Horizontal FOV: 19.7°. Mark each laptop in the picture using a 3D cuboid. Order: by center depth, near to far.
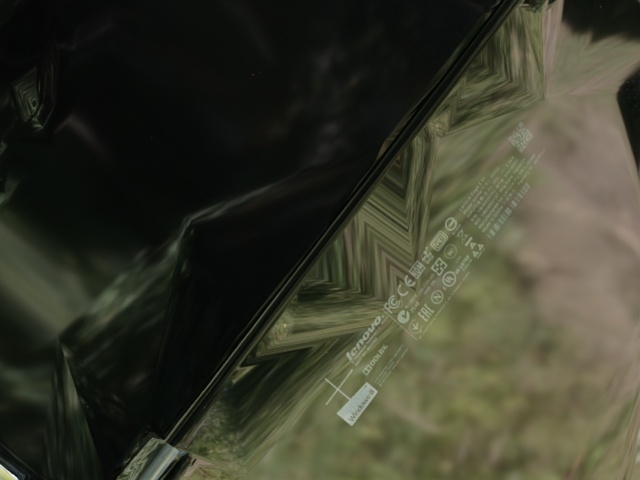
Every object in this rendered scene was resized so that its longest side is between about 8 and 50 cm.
[{"bbox_3d":[0.000,0.000,0.975,0.408,0.382,0.236,42,171,-27],"label":"laptop"}]
